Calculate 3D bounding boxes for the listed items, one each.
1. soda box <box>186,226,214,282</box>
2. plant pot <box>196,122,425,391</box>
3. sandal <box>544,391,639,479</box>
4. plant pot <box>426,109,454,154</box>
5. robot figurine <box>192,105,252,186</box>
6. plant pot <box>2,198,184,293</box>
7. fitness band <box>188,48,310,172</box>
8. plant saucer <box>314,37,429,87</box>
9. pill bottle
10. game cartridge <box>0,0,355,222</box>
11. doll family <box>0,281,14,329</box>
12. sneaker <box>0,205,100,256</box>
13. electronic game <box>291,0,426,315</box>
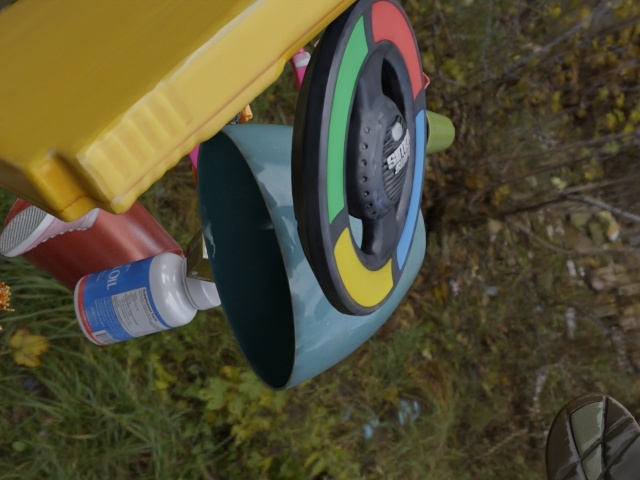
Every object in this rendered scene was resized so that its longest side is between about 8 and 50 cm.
[{"bbox_3d":[-0.110,0.037,1.157,0.181,0.061,0.058,15,51,-29],"label":"soda box"},{"bbox_3d":[0.000,0.000,0.850,0.196,0.290,0.290,-14,87,-22],"label":"plant pot"},{"bbox_3d":[0.259,0.227,0.668,0.219,0.090,0.060,59,7,-13],"label":"sandal"},{"bbox_3d":[0.143,-0.149,1.048,0.079,0.083,0.083,-7,81,-43],"label":"plant pot"},{"bbox_3d":[-0.162,-0.153,1.295,0.211,0.085,0.290,33,48,-74],"label":"robot figurine"},{"bbox_3d":[-0.434,0.009,1.519,0.265,0.272,0.272,40,22,13],"label":"plant pot"},{"bbox_3d":[-0.103,-0.183,1.100,0.054,0.209,0.290,-111,-173,-45],"label":"fitness band"},{"bbox_3d":[0.114,-0.393,1.747,0.258,0.048,0.259,43,42,-9],"label":"plant saucer"},{"bbox_3d":[-0.278,0.089,1.247,0.124,0.222,0.124,-16,90,-78],"label":"pill bottle"},{"bbox_3d":[-0.098,-0.154,0.490,0.323,0.285,0.052,-48,131,-19],"label":"game cartridge"},{"bbox_3d":[-0.437,0.097,0.855,0.118,0.163,0.263,38,61,-11],"label":"doll family"},{"bbox_3d":[-0.323,-0.020,0.927,0.051,0.134,0.070,43,-3,37],"label":"sneaker"},{"bbox_3d":[0.038,-0.060,0.545,0.229,0.048,0.229,5,90,-67],"label":"electronic game"}]
